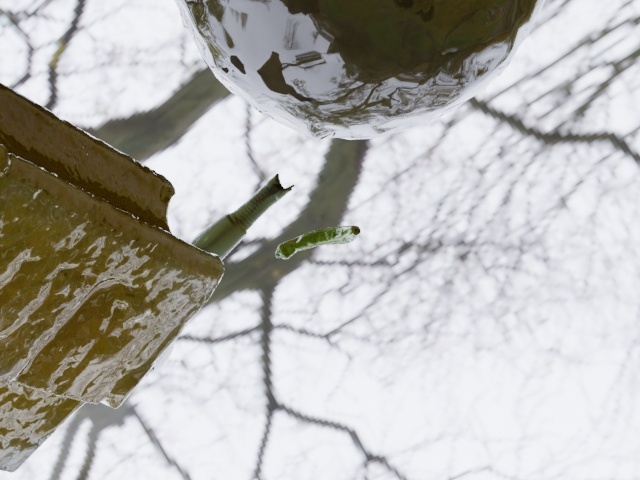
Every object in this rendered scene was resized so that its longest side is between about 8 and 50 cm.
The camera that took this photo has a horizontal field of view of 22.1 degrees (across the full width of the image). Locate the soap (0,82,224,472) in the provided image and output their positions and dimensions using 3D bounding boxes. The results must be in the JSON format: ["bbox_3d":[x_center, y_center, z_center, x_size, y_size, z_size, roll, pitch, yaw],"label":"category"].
[{"bbox_3d":[-0.237,0.035,1.123,0.143,0.259,0.281,49,-169,28],"label":"soap"}]

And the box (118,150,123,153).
[{"bbox_3d":[-0.252,-0.011,1.644,0.039,0.218,0.055,-24,-101,-46],"label":"box"}]

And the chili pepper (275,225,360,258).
[{"bbox_3d":[0.000,0.001,1.334,0.017,0.083,0.030,68,-153,-12],"label":"chili pepper"}]

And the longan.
[{"bbox_3d":[0.033,-0.293,1.589,0.391,0.391,0.391,22,-127,-32],"label":"longan"}]

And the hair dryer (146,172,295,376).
[{"bbox_3d":[-0.166,0.041,1.505,0.092,0.267,0.229,49,-149,16],"label":"hair dryer"}]
